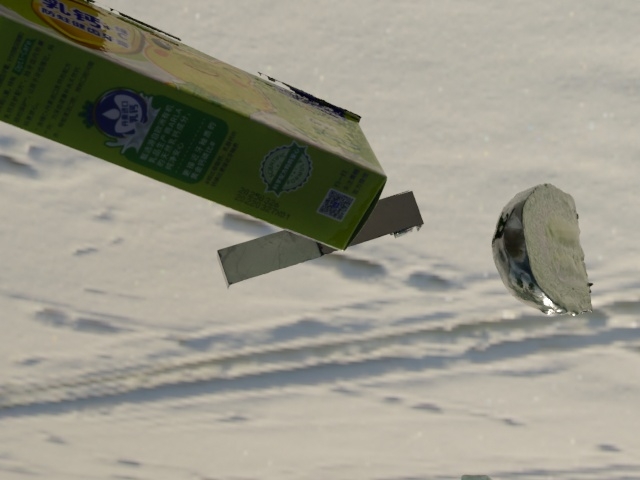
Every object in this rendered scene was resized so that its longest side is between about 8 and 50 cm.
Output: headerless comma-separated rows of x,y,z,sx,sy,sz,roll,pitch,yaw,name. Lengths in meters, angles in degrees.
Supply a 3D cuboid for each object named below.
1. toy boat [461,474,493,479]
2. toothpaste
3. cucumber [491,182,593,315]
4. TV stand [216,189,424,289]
0.113,0.208,0.888,0.059,0.066,0.140,-1,154,26,toy boat
-0.107,-0.096,0.886,0.327,0.110,0.077,21,116,-24,toothpaste
0.103,0.005,0.583,0.035,0.067,0.107,-10,170,25,cucumber
0.000,0.000,1.473,0.256,0.049,0.040,-17,167,-12,TV stand
